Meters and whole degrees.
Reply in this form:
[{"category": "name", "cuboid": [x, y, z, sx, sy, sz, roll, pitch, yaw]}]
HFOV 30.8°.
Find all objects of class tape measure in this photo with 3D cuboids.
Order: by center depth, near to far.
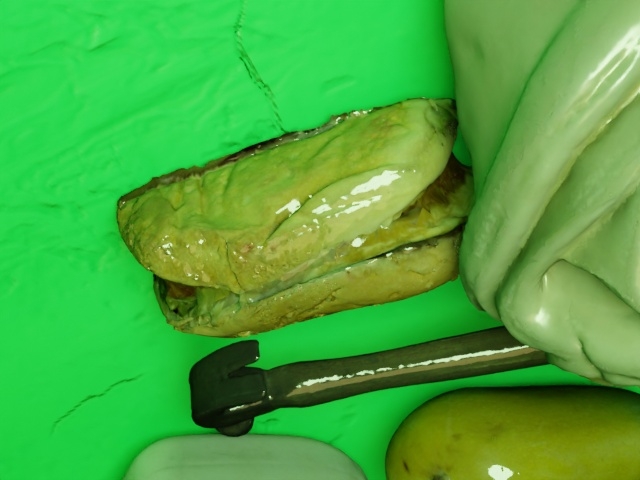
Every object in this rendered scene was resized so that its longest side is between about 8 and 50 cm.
[{"category": "tape measure", "cuboid": [-0.061, 0.280, 0.957, 0.258, 0.130, 0.265, 16, 115, -22]}]

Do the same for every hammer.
[{"category": "hammer", "cuboid": [0.121, 0.077, 0.832, 0.440, 0.044, 0.168, -11, 163, 1]}]

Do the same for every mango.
[{"category": "mango", "cuboid": [0.171, 0.171, 0.906, 0.251, 0.156, 0.114, 2, 81, -18]}]

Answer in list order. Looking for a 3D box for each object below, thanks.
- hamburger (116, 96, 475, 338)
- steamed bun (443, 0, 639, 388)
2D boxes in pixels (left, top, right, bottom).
[{"category": "hamburger", "cuboid": [0.000, 0.000, 0.770, 0.262, 0.131, 0.124, -19, 121, 8]}, {"category": "steamed bun", "cuboid": [0.245, -0.062, 0.656, 0.310, 0.219, 0.324, -4, 100, -15]}]
